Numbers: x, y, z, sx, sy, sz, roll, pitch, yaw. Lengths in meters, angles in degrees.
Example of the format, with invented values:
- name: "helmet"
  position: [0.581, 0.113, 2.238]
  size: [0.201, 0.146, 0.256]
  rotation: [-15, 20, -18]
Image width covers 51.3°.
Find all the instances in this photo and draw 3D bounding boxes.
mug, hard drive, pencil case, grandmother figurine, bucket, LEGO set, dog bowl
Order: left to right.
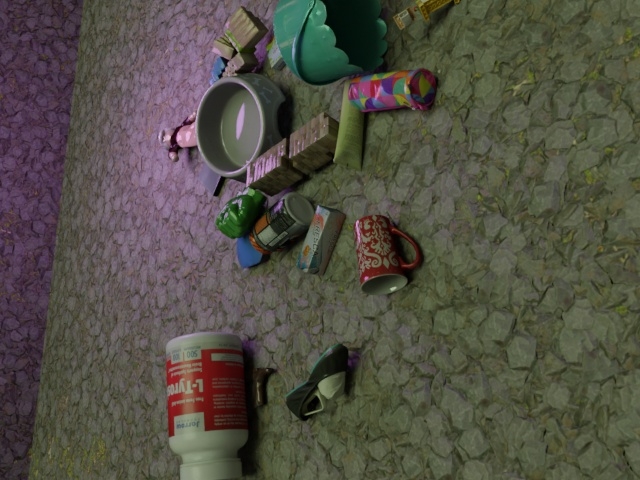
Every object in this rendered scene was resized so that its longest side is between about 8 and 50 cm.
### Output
- name: "grandmother figurine"
  position: [-0.493, -0.375, 2.437]
  size: [0.342, 0.104, 0.207]
  rotation: [6, 59, 52]
- name: "hard drive"
  position: [-0.376, -0.222, 2.315]
  size: [0.135, 0.022, 0.094]
  rotation: [41, 112, 45]
- name: "dog bowl"
  position: [-0.253, -0.349, 2.071]
  size: [0.349, 0.102, 0.348]
  rotation: [5, 97, 39]
- name: "bucket"
  position: [0.024, -0.541, 1.713]
  size: [0.183, 0.281, 0.280]
  rotation: [-9, 75, 38]
- name: "mug"
  position: [0.155, 0.031, 1.606]
  size: [0.113, 0.151, 0.169]
  rotation: [97, 166, -60]
- name: "pencil case"
  position: [0.175, -0.370, 1.658]
  size: [0.236, 0.105, 0.104]
  rotation: [11, 90, 51]
- name: "LEGO set"
  position: [0.278, -0.633, 1.586]
  size: [0.287, 0.132, 0.107]
  rotation: [-57, 36, 32]

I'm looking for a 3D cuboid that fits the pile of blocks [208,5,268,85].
- name: "pile of blocks"
  position: [-0.274, -0.581, 2.192]
  size: [0.149, 0.113, 0.362]
  rotation: [33, 115, 20]

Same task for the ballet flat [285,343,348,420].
- name: "ballet flat"
  position: [0.008, 0.372, 1.695]
  size: [0.096, 0.095, 0.280]
  rotation: [59, 135, 26]

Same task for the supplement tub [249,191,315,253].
- name: "supplement tub"
  position: [-0.113, -0.044, 1.899]
  size: [0.190, 0.117, 0.116]
  rotation: [-37, 55, 39]

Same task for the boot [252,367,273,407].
- name: "boot"
  position: [-0.167, 0.424, 1.915]
  size: [0.106, 0.037, 0.114]
  rotation: [-24, 60, 58]

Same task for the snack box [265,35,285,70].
- name: "snack box"
  position: [-0.111, -0.617, 2.088]
  size: [0.141, 0.037, 0.100]
  rotation: [-40, 55, 37]

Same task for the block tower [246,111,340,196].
- name: "block tower"
  position: [-0.067, -0.237, 1.882]
  size: [0.336, 0.097, 0.090]
  rotation: [-26, 49, 36]

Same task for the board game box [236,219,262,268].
- name: "board game box"
  position: [-0.204, 0.014, 2.058]
  size: [0.169, 0.033, 0.133]
  rotation: [-22, 68, 52]

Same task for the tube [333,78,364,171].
- name: "tube"
  position: [0.081, -0.307, 1.763]
  size: [0.070, 0.062, 0.240]
  rotation: [4, 78, 6]

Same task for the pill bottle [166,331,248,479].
- name: "pill bottle"
  position: [-0.329, 0.487, 1.942]
  size: [0.229, 0.229, 0.407]
  rotation: [-27, 62, 43]

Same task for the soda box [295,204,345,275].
- name: "soda box"
  position: [0.000, 0.000, 1.799]
  size: [0.058, 0.063, 0.183]
  rotation: [31, 105, 49]

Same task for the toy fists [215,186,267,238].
- name: "toy fists"
  position: [-0.246, -0.079, 1.991]
  size: [0.142, 0.096, 0.279]
  rotation: [-62, 14, -8]
